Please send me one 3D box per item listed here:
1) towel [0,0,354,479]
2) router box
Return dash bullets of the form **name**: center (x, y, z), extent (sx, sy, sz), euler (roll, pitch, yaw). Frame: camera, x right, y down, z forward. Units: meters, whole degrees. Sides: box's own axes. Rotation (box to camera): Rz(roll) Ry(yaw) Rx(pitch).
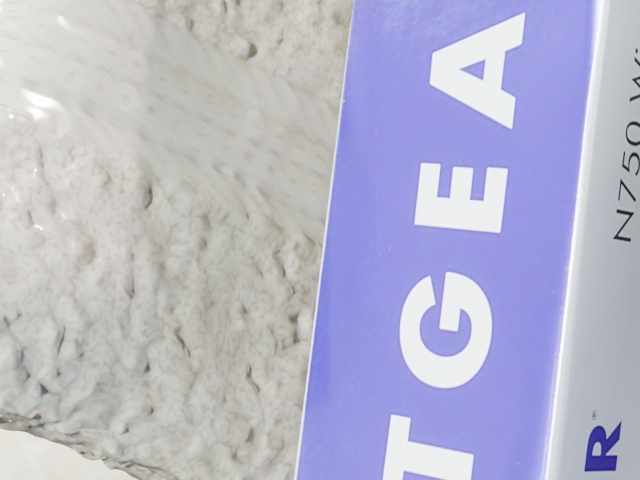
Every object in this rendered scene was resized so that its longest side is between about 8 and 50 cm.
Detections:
- **towel**: center (0.000, 0.000, 0.567), extent (0.282, 0.049, 0.187), euler (27, -110, -39)
- **router box**: center (0.125, 0.024, 0.554), extent (0.301, 0.082, 0.335), euler (7, -90, -49)
